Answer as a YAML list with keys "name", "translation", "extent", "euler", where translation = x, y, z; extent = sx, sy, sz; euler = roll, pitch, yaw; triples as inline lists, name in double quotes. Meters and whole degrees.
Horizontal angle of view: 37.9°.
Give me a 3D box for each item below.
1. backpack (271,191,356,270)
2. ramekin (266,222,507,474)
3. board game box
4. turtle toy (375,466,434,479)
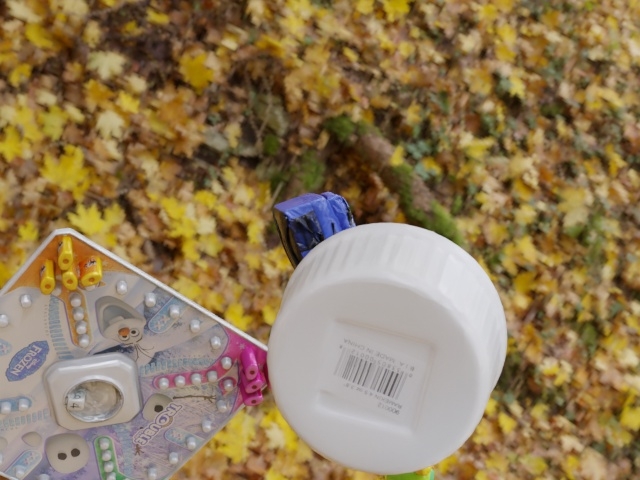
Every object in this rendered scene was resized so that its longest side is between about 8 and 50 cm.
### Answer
- name: "backpack"
  translation: [0.000, 0.000, 1.240]
  extent: [0.101, 0.120, 0.098]
  euler: [-19, 10, -3]
- name: "ramekin"
  translation: [0.071, 0.129, 1.064]
  extent: [0.277, 0.277, 0.135]
  euler: [29, 20, 2]
- name: "board game box"
  translation: [-0.309, 0.219, 1.273]
  extent: [0.390, 0.390, 0.050]
  euler: [35, 18, -31]
- name: "turtle toy"
  translation: [0.134, 0.359, 1.392]
  extent: [0.095, 0.130, 0.066]
  euler: [9, 14, 38]
